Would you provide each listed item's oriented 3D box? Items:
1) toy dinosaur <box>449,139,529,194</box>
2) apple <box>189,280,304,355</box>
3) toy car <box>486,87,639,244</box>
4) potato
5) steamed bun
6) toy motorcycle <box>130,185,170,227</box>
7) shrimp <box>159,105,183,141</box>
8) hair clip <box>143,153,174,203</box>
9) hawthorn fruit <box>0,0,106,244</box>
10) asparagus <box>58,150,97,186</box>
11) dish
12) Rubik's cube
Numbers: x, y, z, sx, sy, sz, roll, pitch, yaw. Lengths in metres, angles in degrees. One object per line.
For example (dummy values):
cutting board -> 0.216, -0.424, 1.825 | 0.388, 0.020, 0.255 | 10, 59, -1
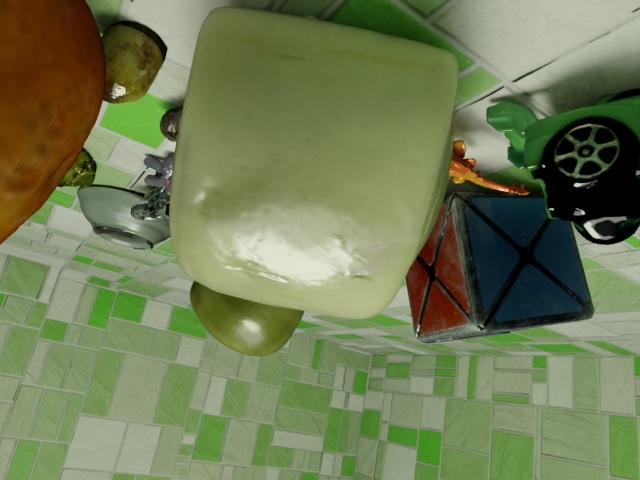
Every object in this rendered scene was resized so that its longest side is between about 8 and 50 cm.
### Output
toy dinosaur -> 0.190, -0.134, 0.793 | 0.288, 0.070, 0.117 | 22, 160, 29
apple -> -0.210, 0.170, 1.507 | 0.357, 0.357, 0.357 | 9, 161, 3
toy car -> 0.417, -0.114, 0.641 | 0.358, 0.176, 0.213 | -8, 155, 34
potato -> -0.280, -0.252, 0.703 | 0.096, 0.103, 0.066 | 15, 164, -17
steamed bun -> -0.020, -0.060, 0.695 | 0.371, 0.290, 0.456 | 15, 141, 2
toy motorcycle -> -0.375, -0.093, 1.244 | 0.229, 0.094, 0.130 | -22, 150, 35
shrimp -> -0.197, -0.204, 0.853 | 0.190, 0.075, 0.073 | -5, 126, 12
hair clip -> -0.259, -0.126, 1.081 | 0.278, 0.090, 0.137 | 9, 127, -4
hawthorn fruit -> -0.484, -0.180, 0.521 | 0.471, 0.472, 0.472 | 9, 161, 3
asparagus -> -0.613, -0.198, 1.031 | 0.128, 0.108, 0.382 | -2, 160, 28
dish -> -0.566, -0.046, 1.436 | 0.316, 0.106, 0.316 | 10, 161, 3
Rubik's cube -> 0.332, 0.062, 0.977 | 0.260, 0.259, 0.255 | 0, 165, -15
